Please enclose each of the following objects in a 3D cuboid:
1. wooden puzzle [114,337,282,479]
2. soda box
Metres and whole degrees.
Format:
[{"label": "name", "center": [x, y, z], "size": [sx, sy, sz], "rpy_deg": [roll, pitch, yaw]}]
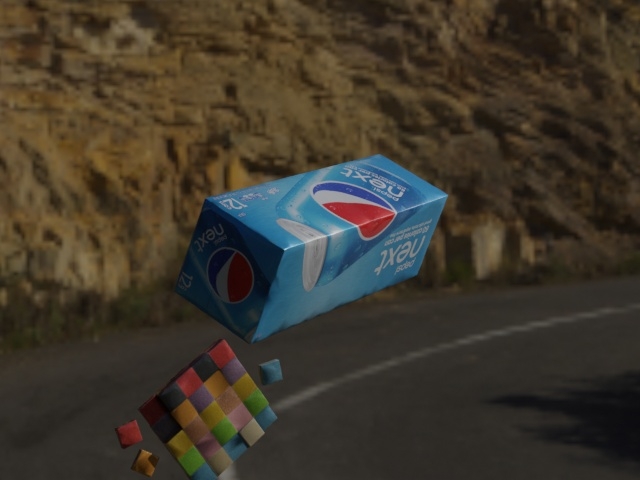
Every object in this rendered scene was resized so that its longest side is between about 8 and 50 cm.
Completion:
[{"label": "wooden puzzle", "center": [-0.050, 0.078, 0.580], "size": [0.083, 0.049, 0.006], "rpy_deg": [-41, 23, -21]}, {"label": "soda box", "center": [0.000, 0.000, 0.866], "size": [0.067, 0.071, 0.210], "rpy_deg": [32, 26, 23]}]
